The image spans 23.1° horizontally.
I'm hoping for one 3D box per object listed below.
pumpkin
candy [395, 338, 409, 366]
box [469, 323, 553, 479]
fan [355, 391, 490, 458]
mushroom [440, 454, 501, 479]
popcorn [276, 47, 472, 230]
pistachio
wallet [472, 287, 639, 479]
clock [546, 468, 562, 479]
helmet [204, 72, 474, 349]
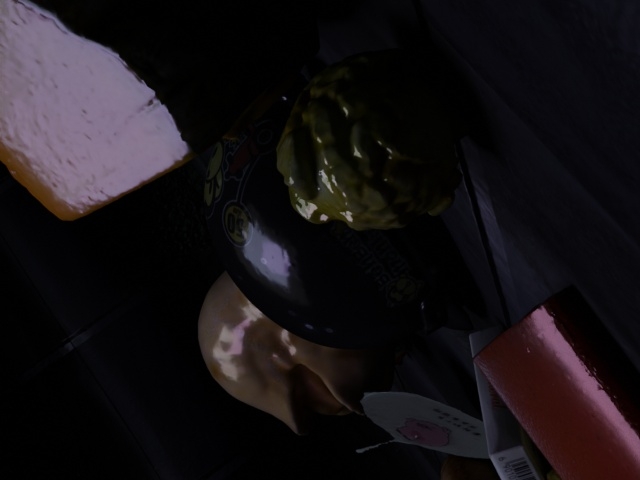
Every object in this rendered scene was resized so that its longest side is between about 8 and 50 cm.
[{"bbox_3d":[-0.142,-0.162,1.059,0.225,0.256,0.303,51,-161,-12],"label":"pumpkin"},{"bbox_3d":[0.087,0.139,2.033,0.053,0.046,0.182,52,172,12],"label":"candy"},{"bbox_3d":[0.185,0.197,1.304,0.139,0.035,0.245,-94,-21,-50],"label":"box"},{"bbox_3d":[0.101,0.225,1.794,0.182,0.010,0.310,26,157,-13],"label":"fan"},{"bbox_3d":[0.200,0.373,1.842,0.278,0.146,0.278,167,90,-84],"label":"mushroom"},{"bbox_3d":[0.031,-0.055,0.927,0.106,0.116,0.121,38,-179,-20],"label":"popcorn"},{"bbox_3d":[-0.018,0.107,1.846,0.321,0.229,0.238,52,-152,-59],"label":"pistachio"},{"bbox_3d":[0.188,0.132,1.008,0.204,0.045,0.142,54,159,8],"label":"wallet"},{"bbox_3d":[0.228,0.211,1.161,0.237,0.057,0.237,53,175,7],"label":"clock"},{"bbox_3d":[0.000,0.000,1.318,0.279,0.160,0.230,59,172,-26],"label":"helmet"}]
